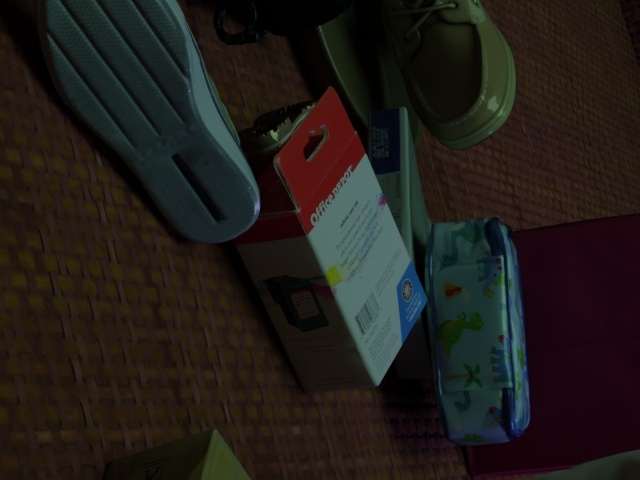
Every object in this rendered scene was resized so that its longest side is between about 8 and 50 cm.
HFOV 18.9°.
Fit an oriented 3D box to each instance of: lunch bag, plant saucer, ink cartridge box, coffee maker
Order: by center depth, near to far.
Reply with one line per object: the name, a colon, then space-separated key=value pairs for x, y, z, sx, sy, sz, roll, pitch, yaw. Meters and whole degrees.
ink cartridge box: x=0.000 y=0.000 z=1.652 sx=0.134 sy=0.078 sz=0.231 roll=-55 pitch=129 yaw=-49
coffee maker: x=-0.053 y=-0.247 z=1.779 sx=0.178 sy=0.120 sz=0.171 roll=17 pitch=79 yaw=-63
lunch bag: x=0.156 y=0.090 z=1.889 sx=0.176 sy=0.090 sz=0.219 roll=52 pitch=33 yaw=-77
ink cartridge box: x=0.085 y=0.020 z=1.923 sx=0.224 sy=0.045 sz=0.223 roll=72 pitch=14 yaw=-46
plant saucer: x=0.033 y=-0.212 z=2.033 sx=0.278 sy=0.041 sz=0.278 roll=50 pitch=28 yaw=-41

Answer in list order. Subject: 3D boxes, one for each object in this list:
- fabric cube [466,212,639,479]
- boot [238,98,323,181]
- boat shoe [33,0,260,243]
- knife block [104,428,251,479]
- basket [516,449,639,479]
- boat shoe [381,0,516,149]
fabric cube: x=0.300 y=0.109 z=2.063 sx=0.254 sy=0.258 sz=0.259 roll=-1 pitch=82 yaw=-69
boot: x=-0.024 y=-0.080 z=1.761 sx=0.158 sy=0.059 sz=0.085 roll=-45 pitch=117 yaw=-58
boat shoe: x=-0.137 y=-0.122 z=1.477 sx=0.094 sy=0.109 sz=0.302 roll=-109 pitch=175 yaw=-48
knife block: x=-0.093 y=0.255 z=1.247 sx=0.276 sy=0.088 sz=0.242 roll=59 pitch=25 yaw=-29
basket: x=0.190 y=0.385 z=1.513 sx=0.331 sy=0.328 sz=0.266 roll=-89 pitch=156 yaw=-44
boat shoe: x=0.116 y=-0.240 z=2.063 sx=0.110 sy=0.121 sz=0.341 roll=42 pitch=24 yaw=-44
